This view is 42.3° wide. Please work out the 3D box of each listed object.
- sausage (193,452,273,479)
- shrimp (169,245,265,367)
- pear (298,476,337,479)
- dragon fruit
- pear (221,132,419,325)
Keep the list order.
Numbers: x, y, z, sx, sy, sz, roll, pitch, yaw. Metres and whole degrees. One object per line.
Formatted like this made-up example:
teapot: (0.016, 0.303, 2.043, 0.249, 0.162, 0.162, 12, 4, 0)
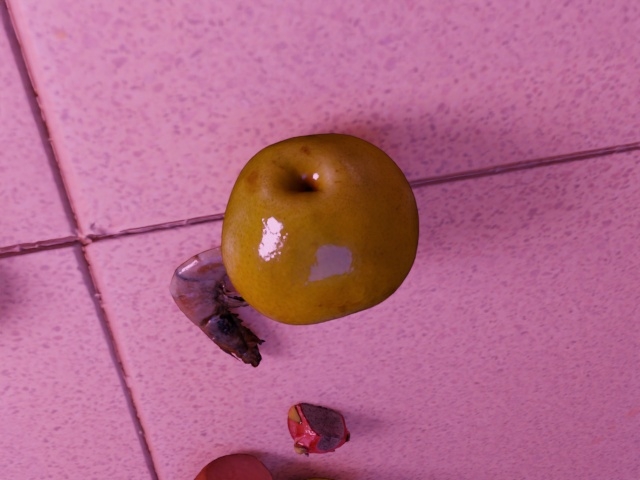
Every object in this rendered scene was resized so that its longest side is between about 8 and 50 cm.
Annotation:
sausage: (-0.160, 0.398, 1.134, 0.113, 0.114, 0.259, 13, 129, -28)
shrimp: (-0.065, 0.066, 0.884, 0.147, 0.035, 0.195, -27, 135, 6)
pear: (-0.014, 0.428, 1.155, 0.197, 0.197, 0.197, -9, 136, -9)
dragon fruit: (-0.009, 0.251, 1.070, 0.083, 0.056, 0.060, 21, 124, -35)
pear: (0.000, 0.000, 0.758, 0.180, 0.166, 0.216, -28, 158, -8)
